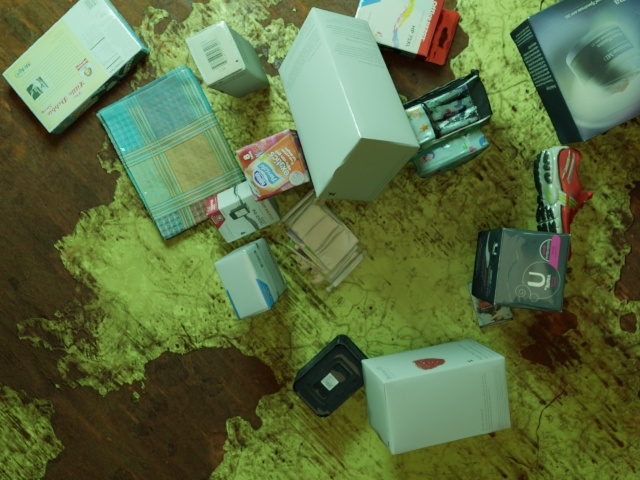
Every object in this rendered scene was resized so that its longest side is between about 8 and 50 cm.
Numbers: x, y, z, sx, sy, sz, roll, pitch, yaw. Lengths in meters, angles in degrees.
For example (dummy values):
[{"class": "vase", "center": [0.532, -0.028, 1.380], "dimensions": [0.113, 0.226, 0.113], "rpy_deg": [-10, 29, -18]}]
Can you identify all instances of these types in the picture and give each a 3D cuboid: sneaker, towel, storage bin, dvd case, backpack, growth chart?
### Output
[{"class": "sneaker", "center": [0.578, -0.081, 1.391], "dimensions": [0.118, 0.107, 0.279], "rpy_deg": [-6, 99, -3]}, {"class": "towel", "center": [-0.364, -0.217, 1.492], "dimensions": [0.271, 0.040, 0.370], "rpy_deg": [-25, 95, 9]}, {"class": "storage bin", "center": [0.030, 0.341, 1.506], "dimensions": [0.180, 0.084, 0.122], "rpy_deg": [-44, 92, 8]}, {"class": "dvd case", "center": [0.422, 0.151, 1.478], "dimensions": [0.087, 0.013, 0.120], "rpy_deg": [-15, 97, 7]}, {"class": "backpack", "center": [0.253, -0.244, 1.338], "dimensions": [0.253, 0.225, 0.191], "rpy_deg": [-17, 91, 12]}, {"class": "growth chart", "center": [0.000, 0.000, 1.495], "dimensions": [0.172, 0.021, 0.237], "rpy_deg": [-38, 93, 9]}]

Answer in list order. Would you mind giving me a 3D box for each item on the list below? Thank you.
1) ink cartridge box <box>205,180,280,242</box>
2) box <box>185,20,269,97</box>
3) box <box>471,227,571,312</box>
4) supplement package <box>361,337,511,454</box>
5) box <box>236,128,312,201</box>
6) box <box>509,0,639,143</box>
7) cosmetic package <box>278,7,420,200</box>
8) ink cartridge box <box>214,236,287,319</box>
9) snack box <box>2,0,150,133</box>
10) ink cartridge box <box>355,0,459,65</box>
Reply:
[{"class": "ink cartridge box", "center": [-0.188, -0.076, 1.458], "dimensions": [0.150, 0.063, 0.109], "rpy_deg": [-24, 131, 8]}, {"class": "box", "center": [-0.199, -0.396, 1.332], "dimensions": [0.094, 0.275, 0.113], "rpy_deg": [-24, 94, 8]}, {"class": "box", "center": [0.437, 0.062, 1.326], "dimensions": [0.143, 0.270, 0.165], "rpy_deg": [6, 90, 5]}, {"class": "supplement package", "center": [0.267, 0.358, 1.399], "dimensions": [0.292, 0.177, 0.175], "rpy_deg": [-9, 98, -12]}, {"class": "box", "center": [-0.090, -0.175, 1.360], "dimensions": [0.128, 0.257, 0.123], "rpy_deg": [-21, 97, 8]}, {"class": "box", "center": [0.628, -0.407, 1.302], "dimensions": [0.296, 0.183, 0.294], "rpy_deg": [-27, 96, 9]}, {"class": "cosmetic package", "center": [0.047, -0.286, 1.267], "dimensions": [0.155, 0.197, 0.366], "rpy_deg": [1, 59, -32]}, {"class": "ink cartridge box", "center": [-0.162, 0.087, 1.431], "dimensions": [0.085, 0.203, 0.148], "rpy_deg": [-23, 95, 10]}, {"class": "snack box", "center": [-0.605, -0.438, 1.474], "dimensions": [0.322, 0.060, 0.187], "rpy_deg": [-38, 92, 9]}, {"class": "ink cartridge box", "center": [0.198, -0.503, 1.380], "dimensions": [0.231, 0.078, 0.134], "rpy_deg": [16, 99, 3]}]
